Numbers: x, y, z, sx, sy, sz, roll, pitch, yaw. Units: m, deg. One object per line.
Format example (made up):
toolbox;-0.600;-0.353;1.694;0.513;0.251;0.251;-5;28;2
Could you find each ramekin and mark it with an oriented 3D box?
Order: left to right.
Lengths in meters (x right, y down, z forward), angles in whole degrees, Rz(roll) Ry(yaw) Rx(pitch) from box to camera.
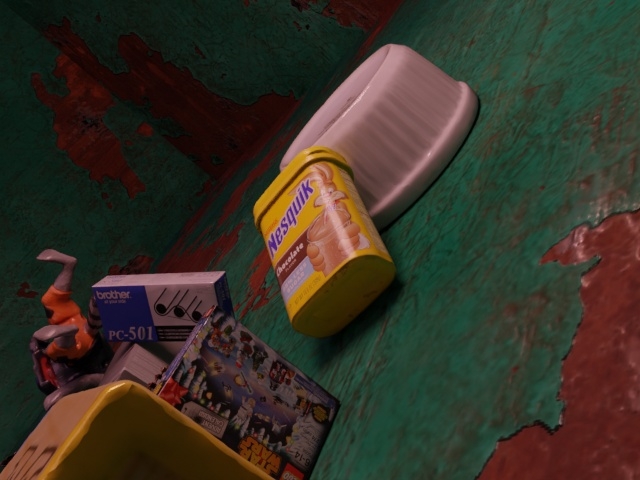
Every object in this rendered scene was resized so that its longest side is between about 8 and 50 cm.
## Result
ramekin;0.062;-0.132;0.844;0.273;0.127;0.273;-45;14;15

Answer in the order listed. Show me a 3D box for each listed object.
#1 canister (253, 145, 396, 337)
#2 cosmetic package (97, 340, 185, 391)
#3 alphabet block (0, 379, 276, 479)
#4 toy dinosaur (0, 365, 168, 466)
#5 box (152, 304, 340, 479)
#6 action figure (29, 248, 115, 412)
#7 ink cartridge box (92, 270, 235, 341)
canister;0.000;0.000;0.676;0.126;0.073;0.170;-47;42;23
cosmetic package;-0.288;0.217;1.060;0.127;0.107;0.238;-51;16;10
alphabet block;-0.122;0.215;0.389;0.197;0.192;0.193;-28;27;58
toy dinosaur;-0.283;0.293;0.781;0.218;0.164;0.322;123;157;-59
box;-0.057;0.129;0.512;0.027;0.137;0.094;-33;22;49
action figure;-0.417;0.228;1.161;0.178;0.330;0.341;-20;47;-22
ink cartridge box;-0.236;0.102;0.987;0.207;0.097;0.046;-2;19;18
